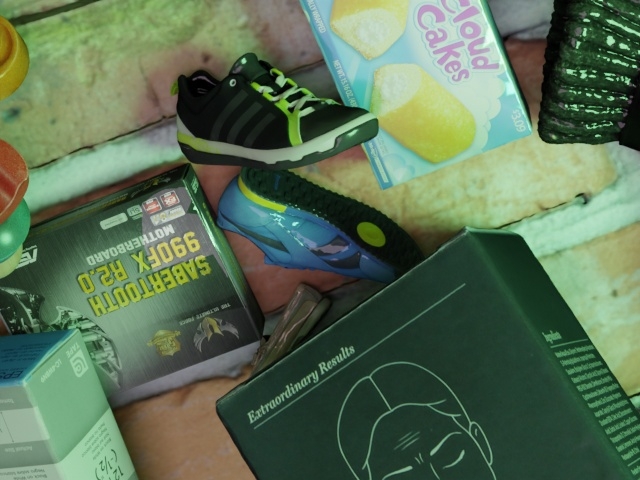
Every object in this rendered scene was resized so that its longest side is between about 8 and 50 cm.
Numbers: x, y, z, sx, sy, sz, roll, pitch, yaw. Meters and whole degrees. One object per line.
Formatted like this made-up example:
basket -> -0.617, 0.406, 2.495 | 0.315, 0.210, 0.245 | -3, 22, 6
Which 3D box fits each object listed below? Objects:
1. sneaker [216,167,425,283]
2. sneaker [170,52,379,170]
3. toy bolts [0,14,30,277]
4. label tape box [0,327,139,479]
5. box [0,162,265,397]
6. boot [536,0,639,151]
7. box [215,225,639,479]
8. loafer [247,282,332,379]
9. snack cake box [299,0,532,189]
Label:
sneaker -> 0.000, 0.000, 1.665 | 0.209, 0.069, 0.082 | 25, 126, -7
sneaker -> -0.054, -0.120, 1.562 | 0.235, 0.084, 0.097 | 2, 109, 40
toy bolts -> -0.337, -0.075, 1.618 | 0.218, 0.158, 0.228 | -36, 69, -19
label tape box -> -0.308, 0.269, 1.722 | 0.249, 0.115, 0.347 | -7, 112, 27
box -> -0.195, 0.050, 1.696 | 0.231, 0.056, 0.183 | -20, 108, 11
boot -> 0.323, -0.076, 1.571 | 0.260, 0.131, 0.348 | 1, 101, -4
box -> 0.147, 0.230, 1.585 | 0.293, 0.212, 0.395 | -35, 79, 16
loafer -> -0.039, 0.097, 1.717 | 0.039, 0.045, 0.125 | 40, 102, 6
snack cake box -> 0.077, -0.198, 1.565 | 0.152, 0.089, 0.264 | -20, 109, 12
